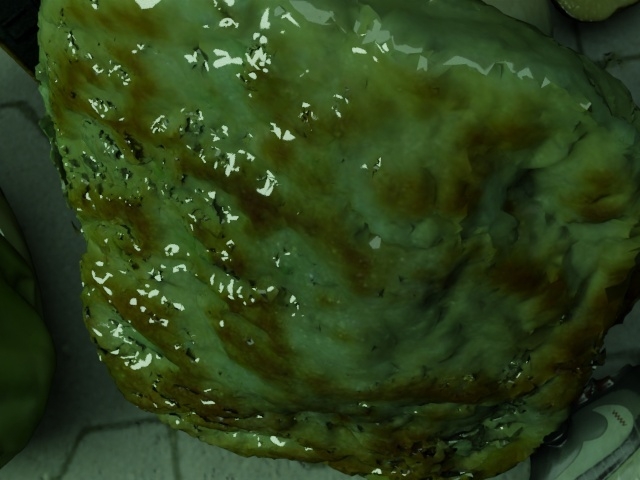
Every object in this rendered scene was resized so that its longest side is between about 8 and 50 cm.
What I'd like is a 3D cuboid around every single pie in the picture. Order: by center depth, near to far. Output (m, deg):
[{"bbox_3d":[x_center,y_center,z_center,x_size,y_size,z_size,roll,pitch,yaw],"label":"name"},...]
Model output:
[{"bbox_3d":[0.012,-0.012,0.682,0.395,0.418,0.180,11,51,10],"label":"pie"}]

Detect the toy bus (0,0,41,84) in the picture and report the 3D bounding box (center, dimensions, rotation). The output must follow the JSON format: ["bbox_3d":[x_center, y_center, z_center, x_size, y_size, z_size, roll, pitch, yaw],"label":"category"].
[{"bbox_3d":[-0.178,-0.169,0.787,0.121,0.335,0.123,-39,70,-2],"label":"toy bus"}]

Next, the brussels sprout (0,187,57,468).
[{"bbox_3d":[-0.330,0.062,0.774,0.247,0.328,0.328,-26,74,24],"label":"brussels sprout"}]

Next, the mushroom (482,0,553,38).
[{"bbox_3d":[0.037,-0.146,0.834,0.254,0.234,0.260,17,36,-17],"label":"mushroom"}]

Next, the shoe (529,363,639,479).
[{"bbox_3d":[0.190,0.148,0.788,0.112,0.099,0.227,28,83,20],"label":"shoe"}]

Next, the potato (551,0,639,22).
[{"bbox_3d":[0.213,-0.217,0.880,0.096,0.066,0.103,45,85,1],"label":"potato"}]
